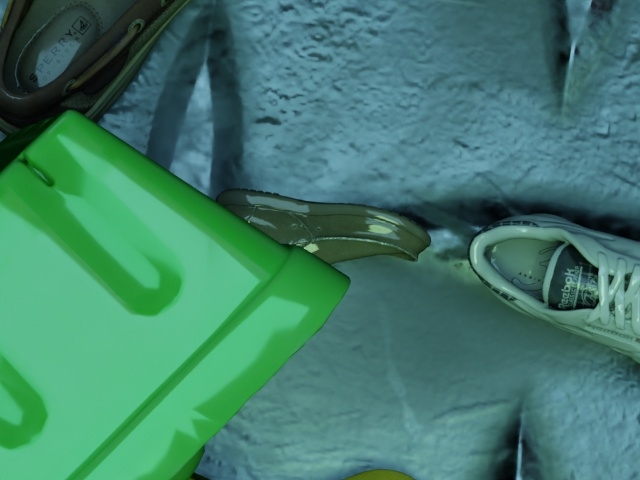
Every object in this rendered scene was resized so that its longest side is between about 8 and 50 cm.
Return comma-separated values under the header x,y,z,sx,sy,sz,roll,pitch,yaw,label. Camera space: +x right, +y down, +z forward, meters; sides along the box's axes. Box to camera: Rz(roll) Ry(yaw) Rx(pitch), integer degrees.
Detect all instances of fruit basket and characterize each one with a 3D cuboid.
x,y,z,sx,sy,sz,roll,pitch,yaw,label
-0.110,0.129,1.070,0.392,0.392,0.283,45,80,3,fruit basket

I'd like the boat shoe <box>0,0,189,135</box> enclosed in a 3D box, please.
x,y,z,sx,sy,sz,roll,pitch,yaw,label
-0.116,-0.219,1.232,0.123,0.123,0.342,35,81,1,boat shoe

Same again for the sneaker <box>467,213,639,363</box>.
x,y,z,sx,sy,sz,roll,pitch,yaw,label
0.207,0.041,1.195,0.235,0.095,0.090,15,90,22,sneaker

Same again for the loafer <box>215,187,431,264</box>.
x,y,z,sx,sy,sz,roll,pitch,yaw,label
0.000,0.000,1.247,0.148,0.056,0.050,8,82,7,loafer

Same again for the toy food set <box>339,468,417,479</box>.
x,y,z,sx,sy,sz,roll,pitch,yaw,label
0.004,0.235,1.212,0.218,0.071,0.128,-18,60,-8,toy food set
